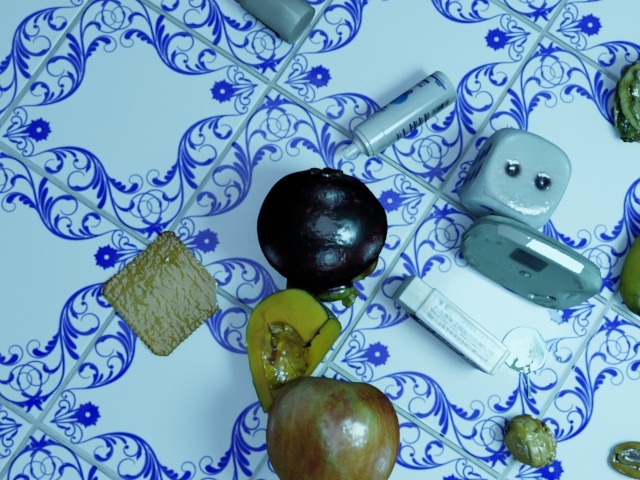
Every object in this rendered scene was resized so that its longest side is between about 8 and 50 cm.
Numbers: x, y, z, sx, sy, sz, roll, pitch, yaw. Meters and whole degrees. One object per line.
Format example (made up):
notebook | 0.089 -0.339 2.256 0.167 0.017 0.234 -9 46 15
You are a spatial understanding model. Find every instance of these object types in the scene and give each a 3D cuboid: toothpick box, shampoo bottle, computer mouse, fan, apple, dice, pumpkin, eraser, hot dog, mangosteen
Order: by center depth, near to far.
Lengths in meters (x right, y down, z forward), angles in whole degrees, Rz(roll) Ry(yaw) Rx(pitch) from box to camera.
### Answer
apple | 0.027 0.434 1.242 0.302 0.301 0.301 0 86 -1
mangosteen | -0.007 -0.013 1.295 0.297 0.297 0.313 30 124 1
pumpkin | -0.072 0.226 1.342 0.169 0.148 0.312 41 111 24
computer mouse | 0.489 0.049 1.346 0.331 0.197 0.095 30 52 -1
dice | 0.450 -0.137 1.348 0.192 0.193 0.194 28 87 0
eraser | 0.299 0.196 1.352 0.279 0.124 0.081 39 86 2
hot dog | 0.764 0.525 1.369 0.140 0.060 0.089 18 90 -3
shampoo bottle | 0.183 -0.293 1.405 0.303 0.092 0.092 -34 87 -3
fan | 0.500 0.298 1.407 0.113 0.005 0.175 -5 84 -2
toothpick box | -0.114 -0.578 1.412 0.181 0.111 0.111 39 86 1

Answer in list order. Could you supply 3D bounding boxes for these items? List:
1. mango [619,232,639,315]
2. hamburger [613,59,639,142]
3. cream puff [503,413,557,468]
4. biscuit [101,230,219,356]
mango | 0.837 0.027 1.367 0.329 0.176 0.176 -42 64 14
hamburger | 0.812 -0.344 1.419 0.183 0.130 0.205 -8 104 0
cream puff | 0.491 0.468 1.344 0.104 0.119 0.133 -36 115 -21
biscuit | -0.376 0.129 1.399 0.232 0.013 0.237 -42 88 -4
